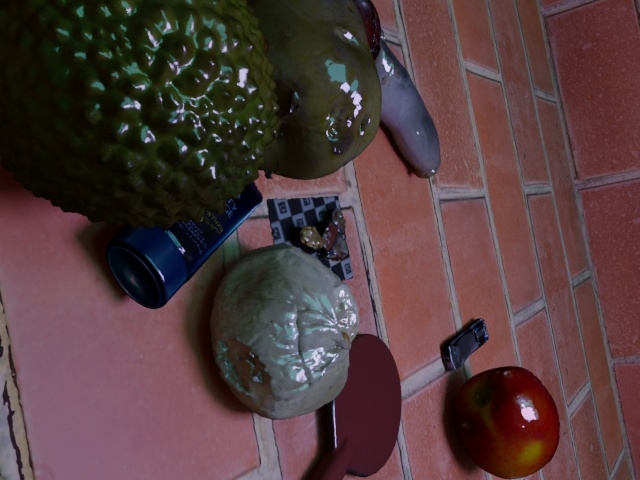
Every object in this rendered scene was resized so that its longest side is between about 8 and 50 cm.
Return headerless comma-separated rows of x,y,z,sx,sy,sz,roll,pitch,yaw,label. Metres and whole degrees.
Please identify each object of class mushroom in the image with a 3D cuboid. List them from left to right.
0.144,-0.244,1.227,0.351,0.097,0.109,46,45,-43,mushroom

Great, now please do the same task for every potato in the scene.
-0.056,-0.241,0.811,0.202,0.218,0.350,51,19,-83,potato

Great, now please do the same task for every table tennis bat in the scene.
0.055,0.266,0.986,0.310,0.038,0.200,-49,121,-51,table tennis bat

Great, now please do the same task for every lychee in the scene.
-0.165,-0.139,0.578,0.270,0.320,0.269,-3,94,-39,lychee

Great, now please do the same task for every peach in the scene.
0.366,0.352,1.292,0.226,0.190,0.196,45,35,-31,peach

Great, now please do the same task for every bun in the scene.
-0.026,0.113,0.821,0.220,0.134,0.220,25,59,-51,bun

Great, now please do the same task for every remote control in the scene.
0.303,0.213,1.384,0.212,0.028,0.059,-20,98,-57,remote control

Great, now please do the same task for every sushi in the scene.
0.000,0.000,0.990,0.201,0.031,0.139,-10,89,-57,sushi

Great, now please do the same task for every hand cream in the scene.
-0.146,-0.033,0.770,0.120,0.061,0.270,58,30,-20,hand cream

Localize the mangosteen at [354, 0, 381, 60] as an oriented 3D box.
0.001,-0.316,0.972,0.166,0.166,0.180,3,75,-56,mangosteen
